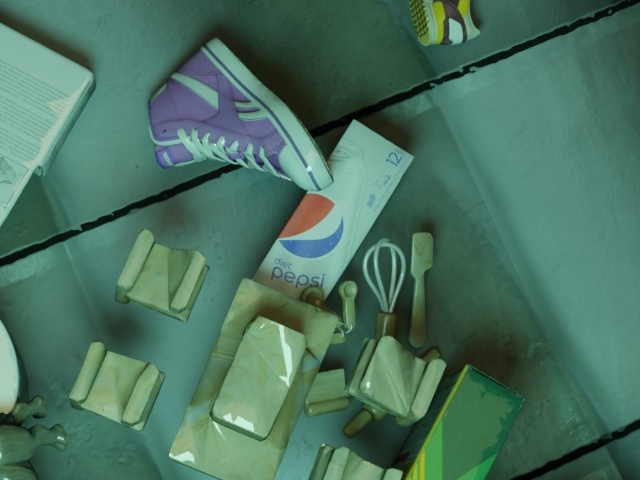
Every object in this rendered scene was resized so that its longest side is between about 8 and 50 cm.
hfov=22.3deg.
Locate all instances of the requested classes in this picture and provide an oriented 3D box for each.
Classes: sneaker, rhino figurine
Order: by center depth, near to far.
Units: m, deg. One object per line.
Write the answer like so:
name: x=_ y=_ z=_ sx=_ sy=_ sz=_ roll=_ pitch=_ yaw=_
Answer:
rhino figurine: x=-0.328 y=0.297 z=1.749 sx=0.106 sy=0.073 sz=0.243 roll=-13 pitch=106 yaw=-43
sneaker: x=-0.107 y=-0.113 z=1.949 sx=0.161 sy=0.102 sz=0.282 roll=-40 pitch=49 yaw=-6
sneaker: x=0.155 y=-0.340 z=2.081 sx=0.084 sy=0.069 sz=0.185 roll=-6 pitch=85 yaw=-16

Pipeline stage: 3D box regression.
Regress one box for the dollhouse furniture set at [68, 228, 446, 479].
dollhouse furniture set: x=-0.112 y=0.248 z=1.821 sx=0.362 sy=0.256 sz=0.394 roll=23 pitch=76 yaw=-3

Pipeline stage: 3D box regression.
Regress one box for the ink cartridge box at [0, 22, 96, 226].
ink cartridge box: x=-0.465 y=-0.157 z=1.970 sx=0.296 sy=0.066 sz=0.261 roll=28 pitch=77 yaw=1

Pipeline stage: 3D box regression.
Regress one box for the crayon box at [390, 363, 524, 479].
crayon box: x=0.109 y=0.311 z=1.860 sx=0.083 sy=0.203 sz=0.323 roll=30 pitch=77 yaw=1

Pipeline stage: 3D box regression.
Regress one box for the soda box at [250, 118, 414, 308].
soda box: x=0.000 y=0.000 z=1.970 sx=0.091 sy=0.098 sz=0.286 roll=32 pitch=77 yaw=2

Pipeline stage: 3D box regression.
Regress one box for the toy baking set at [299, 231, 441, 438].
toy baking set: x=0.068 y=0.109 z=1.938 sx=0.256 sy=0.030 sz=0.196 roll=-35 pitch=115 yaw=-26

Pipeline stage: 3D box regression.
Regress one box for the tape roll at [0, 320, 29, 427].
tape roll: x=-0.460 y=0.172 z=1.847 sx=0.246 sy=0.169 sz=0.246 roll=1 pitch=78 yaw=-7
